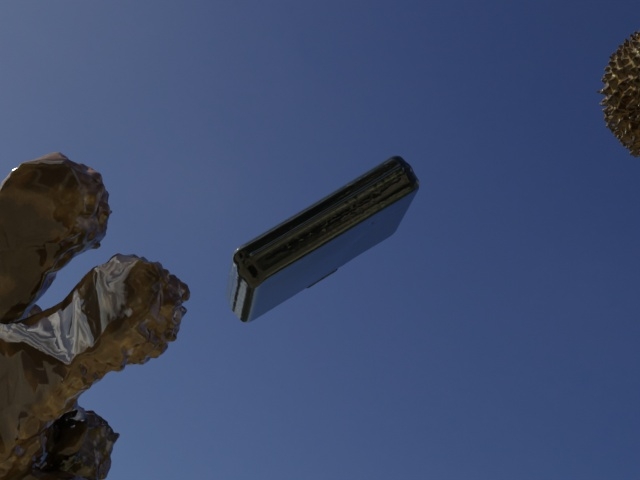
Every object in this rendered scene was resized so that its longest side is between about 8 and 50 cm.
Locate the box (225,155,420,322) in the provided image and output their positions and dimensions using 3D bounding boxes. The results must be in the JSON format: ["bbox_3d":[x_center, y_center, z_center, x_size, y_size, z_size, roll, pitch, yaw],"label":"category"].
[{"bbox_3d":[0.000,0.000,1.203,0.050,0.230,0.160,54,-19,13],"label":"box"}]

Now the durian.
[{"bbox_3d":[0.283,-0.118,0.937,0.071,0.140,0.110,-15,-10,40],"label":"durian"}]

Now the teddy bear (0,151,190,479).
[{"bbox_3d":[-0.196,0.119,0.788,0.246,0.296,0.222,50,5,34],"label":"teddy bear"}]
